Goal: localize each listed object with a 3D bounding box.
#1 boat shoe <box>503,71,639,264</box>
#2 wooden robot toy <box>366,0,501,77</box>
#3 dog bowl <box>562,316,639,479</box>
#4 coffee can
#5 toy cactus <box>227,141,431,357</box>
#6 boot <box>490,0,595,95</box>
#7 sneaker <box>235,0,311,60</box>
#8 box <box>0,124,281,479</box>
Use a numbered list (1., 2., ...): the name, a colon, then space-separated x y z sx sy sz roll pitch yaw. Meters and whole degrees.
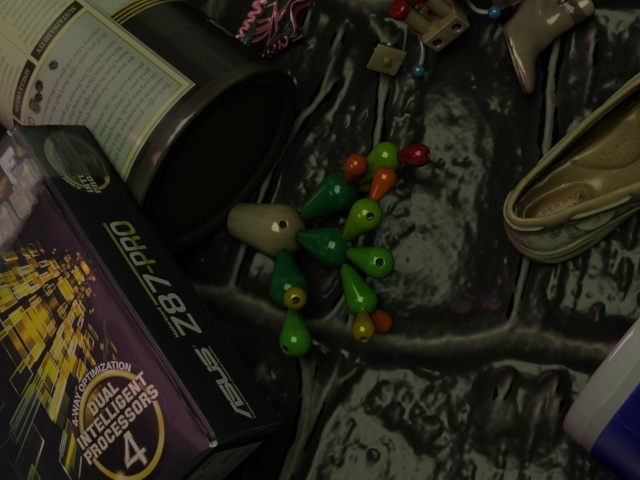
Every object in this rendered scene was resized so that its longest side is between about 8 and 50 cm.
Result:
1. boat shoe: 0.282 -0.084 1.261 0.285 0.089 0.104 -39 70 0
2. wooden robot toy: 0.108 -0.227 1.348 0.173 0.076 0.079 -36 38 26
3. dog bowl: 0.311 0.081 1.118 0.104 0.265 0.265 42 88 17
4. coffee can: -0.189 -0.147 1.331 0.275 0.201 0.201 39 87 19
5. toy cactus: 0.000 0.000 1.316 0.180 0.112 0.219 16 82 36
6. boot: 0.209 -0.198 1.336 0.087 0.042 0.118 -18 73 6
7. sneaker: -0.047 -0.197 1.398 0.057 0.047 0.119 24 83 6
8. box: -0.251 0.145 1.238 0.395 0.097 0.318 -45 67 30
